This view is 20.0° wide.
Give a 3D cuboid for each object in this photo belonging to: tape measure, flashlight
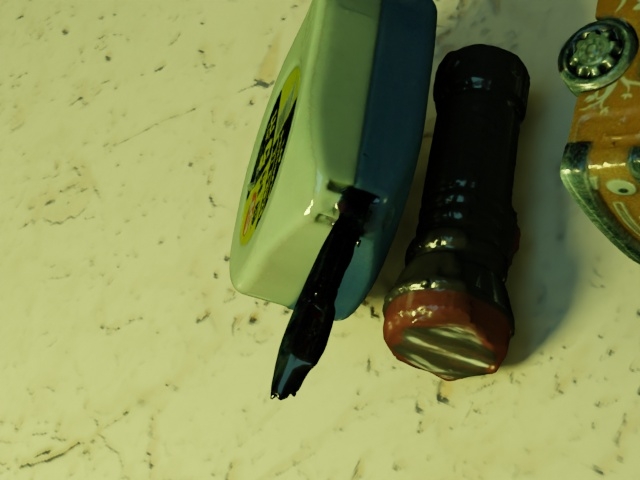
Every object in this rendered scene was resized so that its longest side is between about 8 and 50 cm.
[{"bbox_3d":[0.000,0.000,1.197,0.215,0.098,0.351,120,165,-54],"label":"tape measure"},{"bbox_3d":[0.100,-0.024,1.225,0.093,0.093,0.232,-10,53,35],"label":"flashlight"}]

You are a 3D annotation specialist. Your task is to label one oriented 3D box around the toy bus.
[{"bbox_3d":[0.254,-0.130,1.124,0.167,0.138,0.275,-3,60,36],"label":"toy bus"}]
